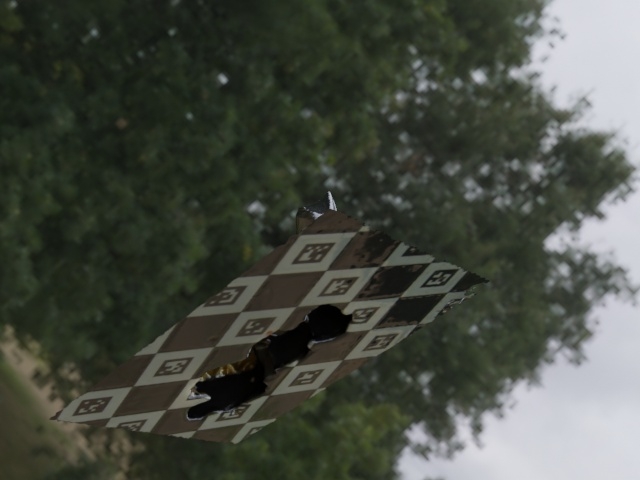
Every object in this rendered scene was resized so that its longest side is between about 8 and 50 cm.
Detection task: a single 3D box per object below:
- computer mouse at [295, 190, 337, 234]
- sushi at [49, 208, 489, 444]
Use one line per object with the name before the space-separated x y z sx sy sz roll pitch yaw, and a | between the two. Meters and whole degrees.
computer mouse | 0.000 0.000 1.562 0.172 0.057 0.099 -90 167 -78
sushi | -0.040 0.063 1.063 0.264 0.290 0.050 20 40 -55
